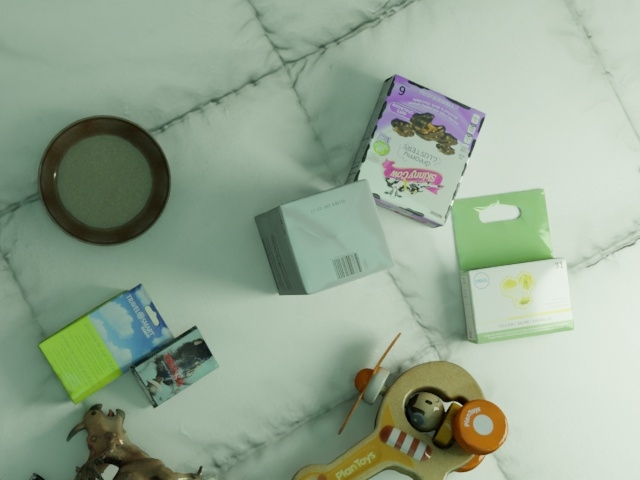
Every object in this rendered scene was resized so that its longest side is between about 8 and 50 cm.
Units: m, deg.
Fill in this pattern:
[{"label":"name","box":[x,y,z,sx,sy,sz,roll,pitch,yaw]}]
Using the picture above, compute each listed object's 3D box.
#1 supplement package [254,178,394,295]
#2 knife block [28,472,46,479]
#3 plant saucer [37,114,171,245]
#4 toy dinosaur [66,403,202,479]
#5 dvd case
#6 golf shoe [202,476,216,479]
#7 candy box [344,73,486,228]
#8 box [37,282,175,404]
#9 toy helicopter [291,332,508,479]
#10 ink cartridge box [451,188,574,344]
[{"label":"supplement package","box":[0.000,0.000,1.786,0.139,0.244,0.133,-18,91,-11]},{"label":"knife block","box":[-0.360,0.480,1.785,0.088,0.242,0.275,-35,140,-10]},{"label":"plant saucer","box":[-0.328,-0.090,1.827,0.199,0.036,0.198,0,88,-12]},{"label":"toy dinosaur","box":[-0.278,0.378,1.729,0.200,0.295,0.127,10,116,-10]},{"label":"dvd case","box":[-0.222,0.193,1.829,0.119,0.013,0.087,-31,125,-11]},{"label":"golf shoe","box":[-0.066,0.428,1.825,0.273,0.120,0.105,22,123,-33]},{"label":"candy box","box":[0.149,-0.139,1.912,0.165,0.070,0.196,22,83,-11]},{"label":"box","box":[-0.322,0.154,1.815,0.178,0.042,0.109,-32,95,-12]},{"label":"toy helicopter","box":[0.094,0.299,1.846,0.355,0.140,0.235,-29,74,-21]},{"label":"ink cartridge box","box":[0.310,0.040,1.950,0.171,0.056,0.235,-7,91,-12]}]
